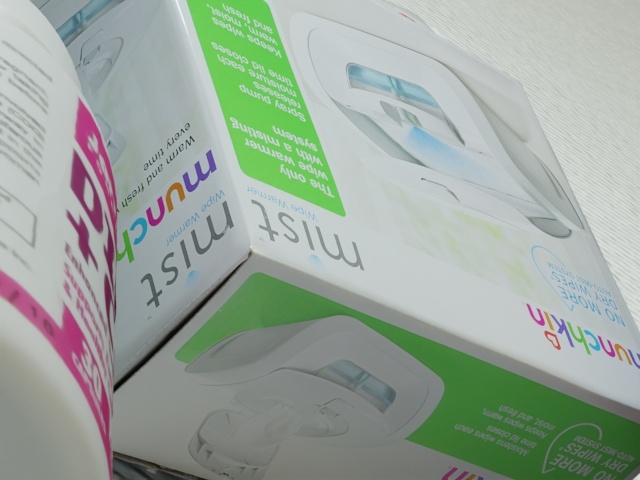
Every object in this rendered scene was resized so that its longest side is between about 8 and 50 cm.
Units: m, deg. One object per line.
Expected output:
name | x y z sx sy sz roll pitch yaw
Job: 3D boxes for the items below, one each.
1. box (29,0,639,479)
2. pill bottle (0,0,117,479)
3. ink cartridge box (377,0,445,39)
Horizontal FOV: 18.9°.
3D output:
box | 0.000 0.000 0.852 0.262 0.127 0.231 24 34 -38
pill bottle | -0.143 0.014 0.599 0.160 0.160 0.283 28 20 -18
ink cartridge box | -0.025 -0.080 1.085 0.272 0.114 0.197 18 25 -38
